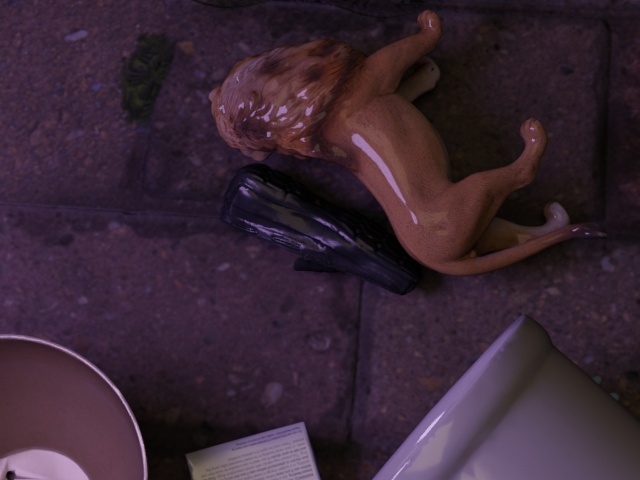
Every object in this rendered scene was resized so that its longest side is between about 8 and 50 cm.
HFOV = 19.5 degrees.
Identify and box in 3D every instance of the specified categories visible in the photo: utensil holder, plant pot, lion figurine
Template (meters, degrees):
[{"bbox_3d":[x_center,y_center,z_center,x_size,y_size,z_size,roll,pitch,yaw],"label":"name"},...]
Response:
[{"bbox_3d":[0.225,0.311,1.687,0.385,0.327,0.327,40,79,3],"label":"utensil holder"},{"bbox_3d":[-0.296,0.250,1.814,0.284,0.191,0.284,-1,74,3],"label":"plant pot"},{"bbox_3d":[0.084,-0.081,1.912,0.240,0.142,0.392,-35,67,-23],"label":"lion figurine"}]

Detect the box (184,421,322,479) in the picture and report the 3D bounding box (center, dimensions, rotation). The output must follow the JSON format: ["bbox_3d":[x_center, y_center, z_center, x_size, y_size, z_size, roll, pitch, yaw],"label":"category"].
[{"bbox_3d":[-0.056,0.266,1.859,0.126,0.072,0.137,-15,72,-2],"label":"box"}]

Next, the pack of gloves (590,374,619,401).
[{"bbox_3d":[0.234,0.258,1.874,0.232,0.046,0.195,-33,84,-3],"label":"pack of gloves"}]

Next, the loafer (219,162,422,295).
[{"bbox_3d":[0.000,0.000,1.944,0.223,0.076,0.078,29,113,4],"label":"loafer"}]
